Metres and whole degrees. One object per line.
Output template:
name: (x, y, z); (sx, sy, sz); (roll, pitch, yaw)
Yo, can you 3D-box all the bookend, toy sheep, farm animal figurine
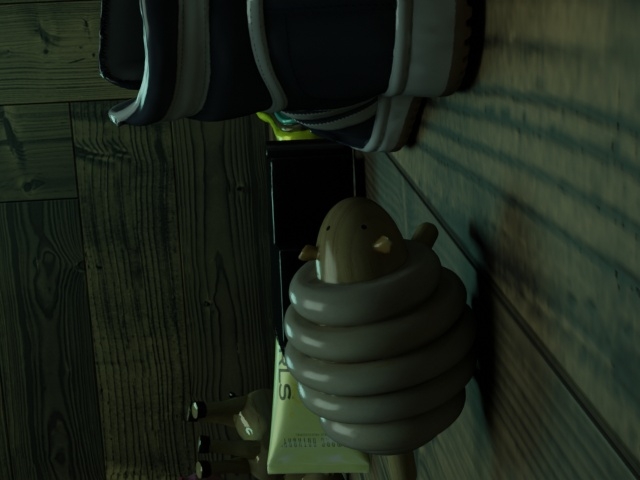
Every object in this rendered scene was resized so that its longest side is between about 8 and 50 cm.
bookend: (0.000, 0.000, 0.866); (0.156, 0.072, 0.157); (-149, 56, -84)
toy sheep: (0.027, 0.044, 0.487); (0.091, 0.091, 0.132); (-107, 1, -73)
farm animal figurine: (-0.038, 0.328, 1.162); (0.327, 0.172, 0.330); (-175, 89, -73)

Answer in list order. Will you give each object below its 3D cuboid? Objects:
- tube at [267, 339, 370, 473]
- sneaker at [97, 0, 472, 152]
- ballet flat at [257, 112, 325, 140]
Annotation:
tube: (-0.003, 0.077, 0.976); (0.070, 0.062, 0.240); (-18, 71, 61)
sneaker: (-0.025, -0.096, 0.569); (0.282, 0.153, 0.099); (165, 102, -86)
ballet flat: (-0.018, -0.111, 1.063); (0.231, 0.077, 0.077); (-107, -2, -66)
